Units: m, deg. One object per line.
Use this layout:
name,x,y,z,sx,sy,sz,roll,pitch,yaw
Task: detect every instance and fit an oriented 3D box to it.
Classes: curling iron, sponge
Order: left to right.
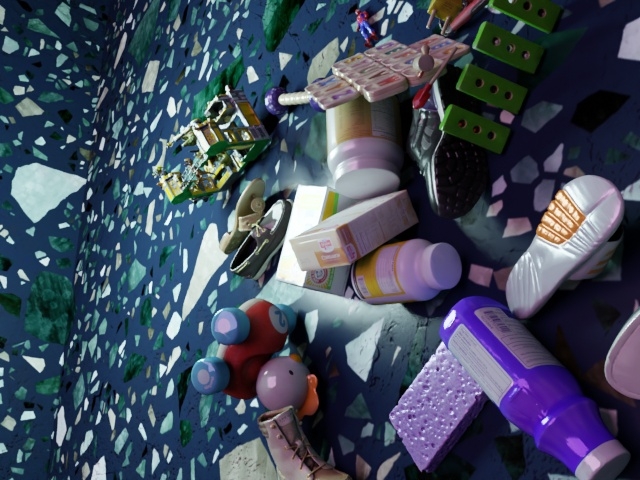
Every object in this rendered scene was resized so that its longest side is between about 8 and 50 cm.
sponge,0.194,0.245,1.066,0.210,0.031,0.117,-59,38,21
curling iron,0.305,-0.453,1.181,0.274,0.035,0.068,-35,50,43

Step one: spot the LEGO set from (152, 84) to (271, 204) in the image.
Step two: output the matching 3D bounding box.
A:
LEGO set,-0.301,-0.258,1.768,0.192,0.254,0.331,59,142,14

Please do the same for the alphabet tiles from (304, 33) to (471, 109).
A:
alphabet tiles,0.113,-0.308,1.219,0.284,0.277,0.021,-118,7,-64

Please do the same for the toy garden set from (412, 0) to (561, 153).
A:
toy garden set,0.237,-0.289,1.081,0.049,0.203,0.245,-126,57,-76

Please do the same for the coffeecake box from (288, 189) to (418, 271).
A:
coffeecake box,0.059,-0.017,1.223,0.142,0.185,0.068,-11,105,53

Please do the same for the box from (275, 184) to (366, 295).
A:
box,0.000,0.000,1.374,0.114,0.103,0.203,11,86,56

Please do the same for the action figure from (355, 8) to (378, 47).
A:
action figure,0.096,-0.471,1.495,0.038,0.030,0.115,-51,38,38

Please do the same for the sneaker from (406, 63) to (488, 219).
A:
sneaker,0.205,-0.150,1.164,0.124,0.107,0.284,-37,41,54

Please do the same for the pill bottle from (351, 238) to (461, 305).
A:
pill bottle,0.144,0.053,1.149,0.184,0.103,0.103,-13,66,52

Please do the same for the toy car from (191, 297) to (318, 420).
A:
toy car,-0.086,0.252,1.363,0.237,0.219,0.210,28,101,26

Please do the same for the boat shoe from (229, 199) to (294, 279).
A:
boat shoe,-0.136,-0.004,1.599,0.228,0.068,0.081,-59,37,22

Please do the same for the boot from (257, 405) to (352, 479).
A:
boot,-0.033,0.386,1.236,0.213,0.077,0.165,-18,93,55

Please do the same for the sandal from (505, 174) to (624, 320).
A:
sandal,0.338,0.014,0.925,0.265,0.076,0.102,112,153,-49

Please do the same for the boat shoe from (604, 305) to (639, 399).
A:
boat shoe,0.442,0.054,0.761,0.320,0.116,0.099,-60,-7,31

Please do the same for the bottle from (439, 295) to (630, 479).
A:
bottle,0.275,0.191,0.893,0.092,0.118,0.283,-59,43,21

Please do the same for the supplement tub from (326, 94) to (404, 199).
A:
supplement tub,0.084,-0.194,1.295,0.144,0.144,0.200,-29,55,47

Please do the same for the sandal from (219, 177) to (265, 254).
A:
sandal,-0.169,-0.040,1.679,0.079,0.088,0.240,44,125,18

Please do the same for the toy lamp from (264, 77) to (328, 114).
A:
toy lamp,-0.036,-0.331,1.581,0.274,0.080,0.080,8,84,56
